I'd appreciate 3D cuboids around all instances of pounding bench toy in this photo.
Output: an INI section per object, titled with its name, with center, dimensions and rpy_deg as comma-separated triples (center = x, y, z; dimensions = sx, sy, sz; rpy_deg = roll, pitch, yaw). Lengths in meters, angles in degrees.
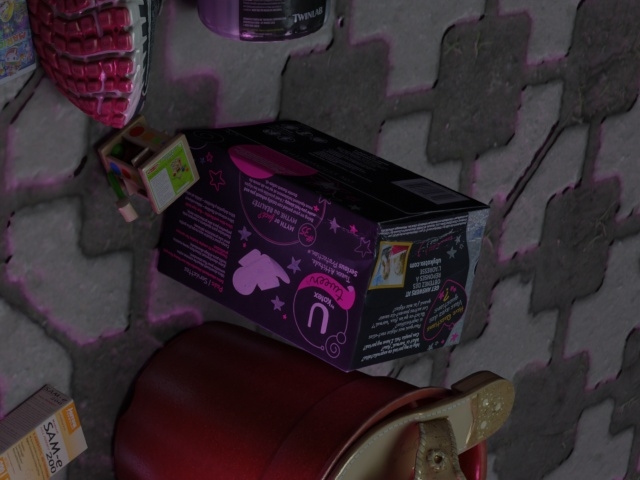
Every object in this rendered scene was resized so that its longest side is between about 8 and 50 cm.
[pounding bench toy]
center = -0.159, -0.058, 1.596
dimensions = 0.083, 0.065, 0.052
rpy_deg = -43, 139, -26

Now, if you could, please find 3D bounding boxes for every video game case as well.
[video game case]
center = -0.264, -0.173, 1.452
dimensions = 0.087, 0.011, 0.122
rpy_deg = -32, 132, -36

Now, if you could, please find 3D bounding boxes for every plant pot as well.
[plant pot]
center = -0.033, 0.214, 1.733
dimensions = 0.272, 0.265, 0.272
rpy_deg = -26, 128, -40

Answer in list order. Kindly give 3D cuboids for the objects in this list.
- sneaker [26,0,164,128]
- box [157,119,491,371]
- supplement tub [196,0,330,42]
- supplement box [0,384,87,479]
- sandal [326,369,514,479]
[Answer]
[sneaker]
center = -0.153, -0.232, 1.465
dimensions = 0.112, 0.121, 0.299
rpy_deg = -21, 124, -45
[box]
center = 0.000, 0.000, 1.668
dimensions = 0.163, 0.247, 0.142
rpy_deg = -9, 118, -47
[supplement tub]
center = -0.048, -0.272, 1.570
dimensions = 0.117, 0.117, 0.190
rpy_deg = -25, 127, -40
[supplement box]
center = -0.256, 0.181, 1.636
dimensions = 0.098, 0.036, 0.062
rpy_deg = -39, 136, -31
[sandal]
center = 0.104, 0.188, 1.598
dimensions = 0.240, 0.079, 0.088
rpy_deg = -30, 130, -37
